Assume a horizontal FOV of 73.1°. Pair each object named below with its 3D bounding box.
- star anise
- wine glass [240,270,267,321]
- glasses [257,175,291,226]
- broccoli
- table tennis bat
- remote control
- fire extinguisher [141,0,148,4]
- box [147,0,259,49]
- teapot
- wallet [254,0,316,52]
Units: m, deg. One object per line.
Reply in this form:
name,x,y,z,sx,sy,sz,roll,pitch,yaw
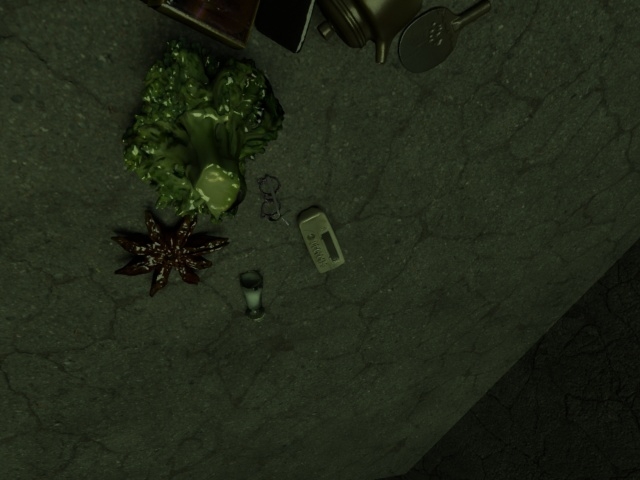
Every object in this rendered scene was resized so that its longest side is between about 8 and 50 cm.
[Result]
star anise,-0.372,0.034,1.084,0.288,0.088,0.288,-15,134,-16
wine glass,-0.199,0.168,1.293,0.072,0.072,0.156,-12,133,-15
glasses,-0.115,-0.081,1.093,0.062,0.104,0.140,-13,136,-17
broccoli,-0.226,-0.200,0.834,0.277,0.317,0.339,19,93,-31
table tennis bat,0.286,-0.483,1.001,0.234,0.022,0.131,-30,133,4
remote control,0.000,0.001,1.255,0.090,0.049,0.230,-26,134,-4
fire extinguisher,-0.309,-0.452,0.705,0.267,0.072,0.089,18,123,-35
box,-0.166,-0.466,0.710,0.159,0.071,0.240,14,100,-39
teapot,0.060,-0.458,0.808,0.175,0.185,0.268,-38,96,10
wallet,-0.044,-0.481,0.776,0.025,0.124,0.244,-19,141,-50
